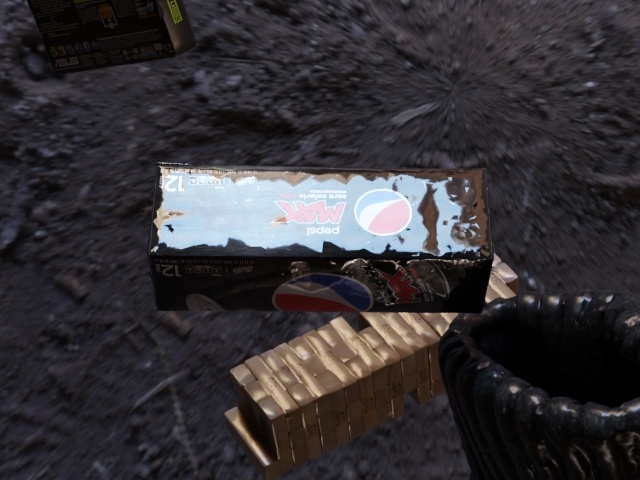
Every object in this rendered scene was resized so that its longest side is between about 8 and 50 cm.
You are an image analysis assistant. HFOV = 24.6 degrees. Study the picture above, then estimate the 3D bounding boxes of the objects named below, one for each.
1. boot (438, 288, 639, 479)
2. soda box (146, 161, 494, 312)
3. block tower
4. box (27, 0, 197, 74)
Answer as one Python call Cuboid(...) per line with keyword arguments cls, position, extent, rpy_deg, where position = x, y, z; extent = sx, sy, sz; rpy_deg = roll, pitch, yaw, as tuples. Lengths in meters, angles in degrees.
Cuboid(cls="boot", position=(0.201, 0.176, 0.724), extent=(0.348, 0.131, 0.260), rpy_deg=(13, 118, 44))
Cuboid(cls="soda box", position=(0.000, 0.000, 0.740), extent=(0.169, 0.053, 0.060), rpy_deg=(1, 56, 0))
Cuboid(cls="block tower", position=(0.063, 0.126, 1.547), extent=(0.335, 0.091, 0.097), rpy_deg=(-26, 136, -18))
Cuboid(cls="box", position=(-0.235, -0.272, 1.535), extent=(0.191, 0.045, 0.184), rpy_deg=(-3, 112, 39))
